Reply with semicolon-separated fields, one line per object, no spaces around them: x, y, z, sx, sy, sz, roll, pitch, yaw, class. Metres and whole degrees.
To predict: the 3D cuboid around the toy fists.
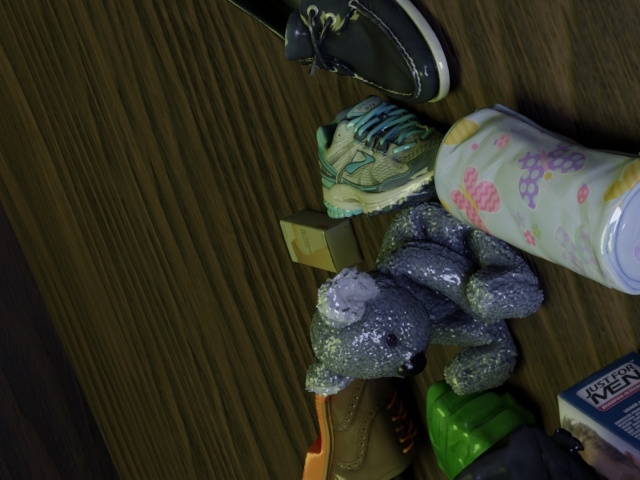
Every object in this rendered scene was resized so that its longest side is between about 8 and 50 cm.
0.218;0.255;1.846;0.279;0.096;0.142;46;165;34;toy fists

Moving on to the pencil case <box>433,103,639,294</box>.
0.218;-0.042;1.531;0.273;0.113;0.124;24;124;55;pencil case

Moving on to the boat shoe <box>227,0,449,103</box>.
-0.002;-0.230;1.785;0.340;0.113;0.127;46;150;34;boat shoe

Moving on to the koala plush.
0.079;0.075;1.790;0.203;0.221;0.196;51;153;27;koala plush

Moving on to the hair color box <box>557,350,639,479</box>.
0.368;0.258;1.531;0.347;0.105;0.174;34;143;49;hair color box

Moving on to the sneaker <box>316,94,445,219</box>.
0.064;-0.093;1.801;0.283;0.110;0.122;-9;100;64;sneaker

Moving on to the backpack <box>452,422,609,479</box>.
0.224;0.376;1.438;0.355;0.273;0.290;49;178;28;backpack

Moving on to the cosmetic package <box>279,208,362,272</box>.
0.000;0.000;2.097;0.115;0.041;0.060;12;124;61;cosmetic package

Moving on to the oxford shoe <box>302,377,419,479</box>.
0.068;0.207;2.117;0.132;0.130;0.364;19;132;13;oxford shoe
